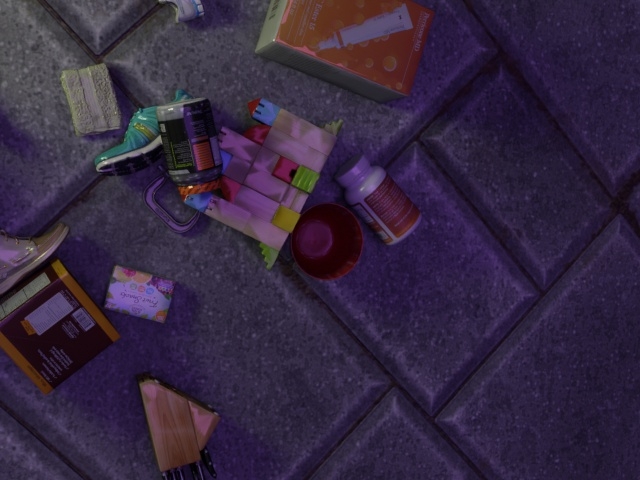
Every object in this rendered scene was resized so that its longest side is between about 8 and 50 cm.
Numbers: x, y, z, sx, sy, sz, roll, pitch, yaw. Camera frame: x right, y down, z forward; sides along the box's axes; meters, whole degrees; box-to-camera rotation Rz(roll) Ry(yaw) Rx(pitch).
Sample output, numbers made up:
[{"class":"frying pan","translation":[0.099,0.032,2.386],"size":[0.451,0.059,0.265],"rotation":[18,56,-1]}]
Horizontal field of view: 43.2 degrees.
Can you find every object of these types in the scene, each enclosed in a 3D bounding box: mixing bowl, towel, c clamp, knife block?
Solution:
[{"class":"mixing bowl","translation":[0.000,0.000,1.923],"size":[0.181,0.098,0.181],"rotation":[-1,94,-20]},{"class":"towel","translation":[-0.496,-0.306,1.762],"size":[0.110,0.027,0.148],"rotation":[-16,99,-19]},{"class":"c clamp","translation":[-0.327,-0.103,1.839],"size":[0.137,0.022,0.160],"rotation":[-41,105,-13]},{"class":"knife block","translation":[-0.349,0.465,1.836],"size":[0.276,0.088,0.242],"rotation":[34,82,-19]}]

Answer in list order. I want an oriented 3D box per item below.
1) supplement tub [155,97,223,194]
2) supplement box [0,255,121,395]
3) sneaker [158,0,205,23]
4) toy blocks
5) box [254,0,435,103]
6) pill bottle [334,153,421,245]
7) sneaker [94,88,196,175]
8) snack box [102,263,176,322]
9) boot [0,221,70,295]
[{"class":"supplement tub","translation":[-0.272,-0.198,1.704],"size":[0.117,0.117,0.190],"rotation":[-14,105,-18]},{"class":"supplement box","translation":[-0.565,0.177,1.698],"size":[0.194,0.129,0.191],"rotation":[-39,118,-13]},{"class":"sneaker","translation":[-0.333,-0.568,1.782],"size":[0.083,0.071,0.190],"rotation":[-30,103,-9]},{"class":"toy blocks","translation":[-0.145,-0.163,1.835],"size":[0.261,0.191,0.381],"rotation":[27,90,-7]},{"class":"box","translation":[0.055,-0.482,1.872],"size":[0.345,0.168,0.215],"rotation":[17,88,-20]},{"class":"pill bottle","translation":[0.136,-0.101,1.953],"size":[0.121,0.121,0.216],"rotation":[-45,107,-11]},{"class":"sneaker","translation":[-0.383,-0.234,1.785],"size":[0.275,0.107,0.110],"rotation":[-36,86,-19]},{"class":"snack box","translation":[-0.407,0.120,1.818],"size":[0.141,0.037,0.100],"rotation":[16,90,-20]},{"class":"boot","translation":[-0.653,-0.005,1.699],"size":[0.213,0.077,0.165],"rotation":[-41,106,-5]}]
